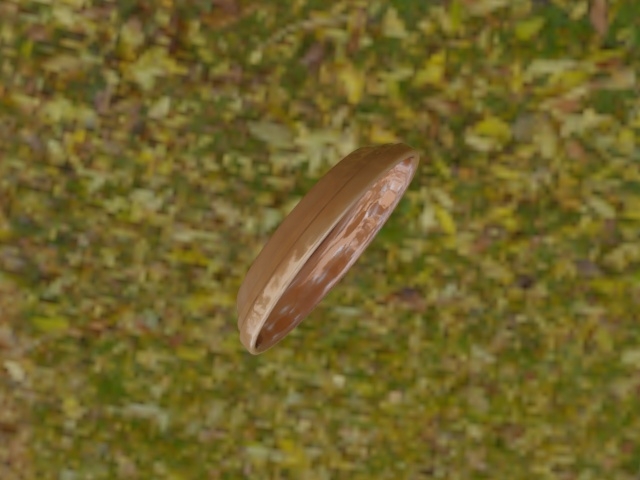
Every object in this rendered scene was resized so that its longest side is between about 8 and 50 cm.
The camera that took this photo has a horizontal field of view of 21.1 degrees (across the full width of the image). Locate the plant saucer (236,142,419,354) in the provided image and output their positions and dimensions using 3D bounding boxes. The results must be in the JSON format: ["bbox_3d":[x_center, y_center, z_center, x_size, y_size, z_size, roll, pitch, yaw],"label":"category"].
[{"bbox_3d":[0.000,0.000,1.309,0.037,0.200,0.200,39,152,9],"label":"plant saucer"}]
